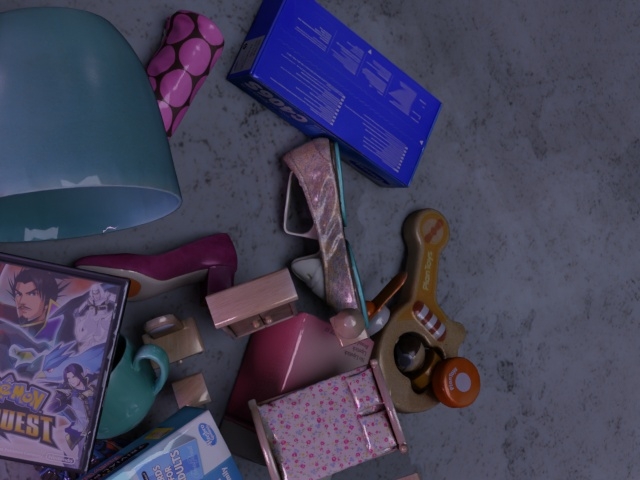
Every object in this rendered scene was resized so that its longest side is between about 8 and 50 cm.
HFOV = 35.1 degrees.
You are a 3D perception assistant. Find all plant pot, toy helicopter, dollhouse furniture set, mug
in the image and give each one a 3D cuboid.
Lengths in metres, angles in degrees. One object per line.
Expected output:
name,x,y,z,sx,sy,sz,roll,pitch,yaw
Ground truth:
plant pot,-0.327,-0.142,1.231,0.293,0.293,0.235,-2,79,-36
toy helicopter,0.147,0.110,1.698,0.235,0.140,0.355,17,71,-26
dollhouse furniture set,-0.051,0.237,1.361,0.303,0.174,0.355,-20,78,-3
mug,-0.275,0.202,1.351,0.129,0.158,0.097,-52,122,-30

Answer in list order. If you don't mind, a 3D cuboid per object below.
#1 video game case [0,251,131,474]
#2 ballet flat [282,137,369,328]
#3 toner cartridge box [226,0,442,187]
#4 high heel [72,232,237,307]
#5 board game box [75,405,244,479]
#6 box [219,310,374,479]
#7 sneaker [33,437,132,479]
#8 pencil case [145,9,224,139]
video game case,-0.397,0.141,1.256,0.275,0.035,0.248,12,84,-5
ballet flat,0.000,0.000,1.586,0.106,0.107,0.316,-10,91,-1
toner cartridge box,0.031,-0.236,1.606,0.348,0.075,0.165,33,74,-32
high heel,-0.231,0.023,1.443,0.244,0.082,0.117,8,57,-23
board game box,-0.236,0.411,1.300,0.336,0.079,0.253,-32,103,-31
box,-0.038,0.233,1.543,0.149,0.127,0.232,25,77,-34
sneaker,-0.301,0.308,1.391,0.221,0.087,0.083,31,106,-22
pencil case,-0.220,-0.220,1.417,0.209,0.098,0.095,-61,167,-18
